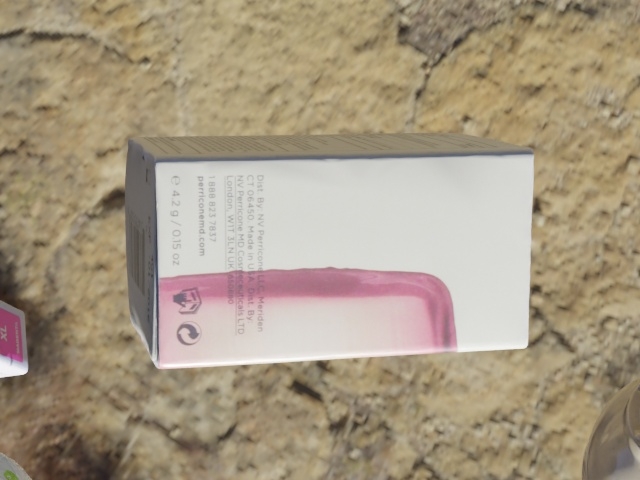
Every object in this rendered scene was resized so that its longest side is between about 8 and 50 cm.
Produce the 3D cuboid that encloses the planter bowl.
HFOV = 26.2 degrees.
[{"bbox_3d":[0.288,0.165,1.086,0.162,0.162,0.109,9,147,16],"label":"planter bowl"}]

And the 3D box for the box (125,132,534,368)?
[{"bbox_3d":[0.000,0.000,0.866,0.232,0.148,0.127,-2,99,-14],"label":"box"}]

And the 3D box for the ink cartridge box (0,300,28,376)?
[{"bbox_3d":[-0.358,0.056,0.975,0.185,0.311,0.065,-10,75,11],"label":"ink cartridge box"}]

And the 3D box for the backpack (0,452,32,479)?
[{"bbox_3d":[-0.295,0.264,0.804,0.290,0.273,0.356,30,97,-28],"label":"backpack"}]
